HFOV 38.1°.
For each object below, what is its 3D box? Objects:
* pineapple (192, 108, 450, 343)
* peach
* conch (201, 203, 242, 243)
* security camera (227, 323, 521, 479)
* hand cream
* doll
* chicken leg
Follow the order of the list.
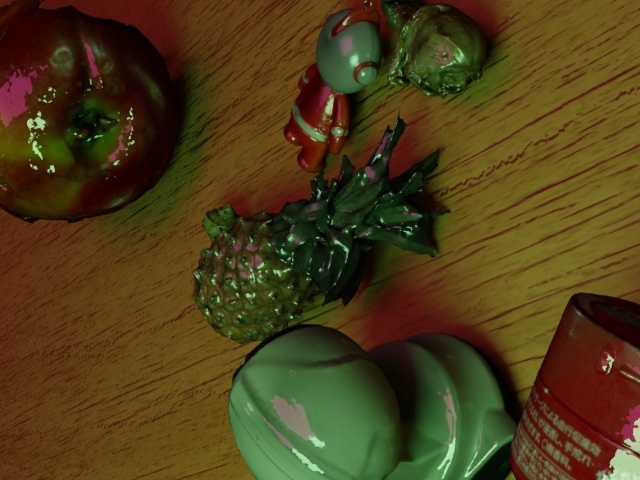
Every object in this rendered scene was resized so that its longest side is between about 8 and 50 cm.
[{"bbox_3d":[-0.001,0.003,1.087,0.364,0.165,0.166,-30,59,38],"label":"pineapple"},{"bbox_3d":[-0.426,-0.199,1.476,0.416,0.339,0.353,30,103,53],"label":"peach"},{"bbox_3d":[-0.133,0.004,1.289,0.089,0.074,0.121,-82,1,-62],"label":"conch"},{"bbox_3d":[0.038,0.178,0.898,0.197,0.277,0.191,-58,46,23],"label":"security camera"},{"bbox_3d":[0.264,0.147,0.691,0.230,0.230,0.149,29,103,48],"label":"hand cream"},{"bbox_3d":[0.018,-0.201,1.156,0.245,0.076,0.142,-61,43,36],"label":"doll"},{"bbox_3d":[0.118,-0.227,1.060,0.228,0.088,0.103,-127,35,-53],"label":"chicken leg"}]
